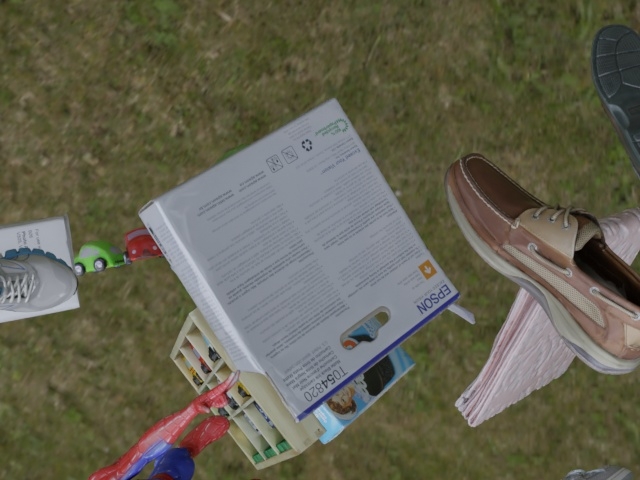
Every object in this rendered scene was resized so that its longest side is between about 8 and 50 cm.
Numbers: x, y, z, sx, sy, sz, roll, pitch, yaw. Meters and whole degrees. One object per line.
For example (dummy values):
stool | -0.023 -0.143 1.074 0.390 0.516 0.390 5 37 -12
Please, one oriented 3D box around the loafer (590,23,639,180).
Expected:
loafer | 0.444 -0.186 1.663 0.096 0.267 0.084 -10 150 -2

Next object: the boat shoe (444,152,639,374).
boat shoe | 0.284 0.006 1.374 0.324 0.123 0.116 46 130 12

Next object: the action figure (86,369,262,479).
action figure | -0.068 0.153 0.774 0.139 0.280 0.091 -34 84 9

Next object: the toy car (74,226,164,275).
toy car | -0.308 0.014 1.845 0.225 0.239 0.053 -12 90 21

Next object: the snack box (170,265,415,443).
snack box | -0.035 0.104 1.603 0.322 0.187 0.060 48 133 7

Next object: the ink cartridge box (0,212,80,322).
ink cartridge box | -0.455 0.048 1.463 0.289 0.211 0.121 -10 93 -13

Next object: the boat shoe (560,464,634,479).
boat shoe | 0.329 0.413 1.723 0.320 0.103 0.118 -27 140 -19

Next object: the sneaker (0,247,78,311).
sneaker | -0.330 0.047 1.172 0.191 0.083 0.071 6 104 -36

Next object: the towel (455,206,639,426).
towel | 0.346 0.101 1.701 0.053 0.332 0.317 37 118 24

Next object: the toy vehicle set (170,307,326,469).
toy vehicle set | -0.083 0.154 1.196 0.166 0.035 0.267 51 162 4

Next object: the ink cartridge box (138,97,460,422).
ink cartridge box | -0.013 0.014 1.030 0.224 0.223 0.045 58 147 -1

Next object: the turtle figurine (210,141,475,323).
turtle figurine | 0.000 0.000 1.374 0.275 0.198 0.266 -21 120 5
